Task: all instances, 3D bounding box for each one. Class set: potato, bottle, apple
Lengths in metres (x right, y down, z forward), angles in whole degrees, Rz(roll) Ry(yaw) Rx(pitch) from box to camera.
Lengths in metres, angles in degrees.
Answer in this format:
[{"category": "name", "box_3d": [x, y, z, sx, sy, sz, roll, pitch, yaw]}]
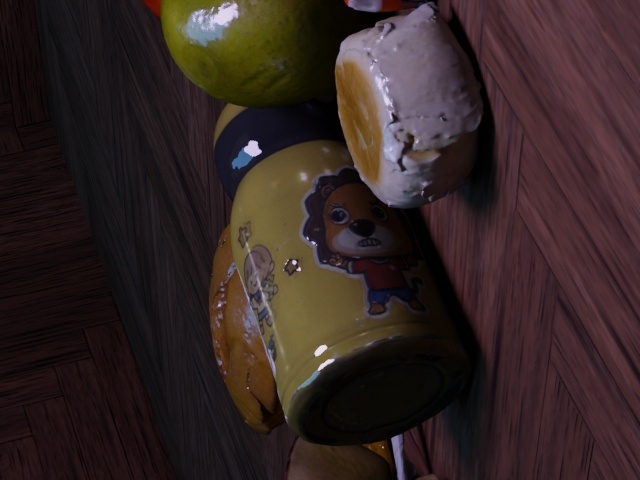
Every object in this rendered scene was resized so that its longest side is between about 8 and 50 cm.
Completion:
[{"category": "potato", "box_3d": [0.052, 0.328, 1.930, 0.239, 0.116, 0.299, -4, -98, -68]}, {"category": "bottle", "box_3d": [0.000, 0.000, 1.778, 0.171, 0.172, 0.351, 96, 157, -56]}, {"category": "apple", "box_3d": [-0.043, -0.206, 1.726, 0.157, 0.196, 0.196, 61, 178, -36]}]

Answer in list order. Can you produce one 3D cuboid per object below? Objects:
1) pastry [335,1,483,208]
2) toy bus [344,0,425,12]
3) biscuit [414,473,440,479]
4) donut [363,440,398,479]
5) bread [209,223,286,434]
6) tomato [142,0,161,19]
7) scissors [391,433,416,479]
[{"category": "pastry", "box_3d": [0.071, -0.105, 1.558, 0.166, 0.088, 0.165, 164, 90, -75]}, {"category": "toy bus", "box_3d": [0.050, -0.247, 1.514, 0.174, 0.077, 0.079, 97, 156, -57]}, {"category": "biscuit", "box_3d": [0.145, 0.371, 1.819, 0.183, 0.047, 0.319, 95, 159, -55]}, {"category": "donut", "box_3d": [0.042, 0.244, 2.119, 0.152, 0.058, 0.152, 169, 90, -78]}, {"category": "bread", "box_3d": [-0.050, 0.093, 2.166, 0.269, 0.143, 0.195, 89, 163, -50]}, {"category": "tomato", "box_3d": [-0.103, -0.281, 1.927, 0.195, 0.136, 0.195, 30, 154, 16]}, {"category": "scissors", "box_3d": [0.075, 0.166, 1.919, 0.110, 0.021, 0.212, 148, 115, -73]}]
